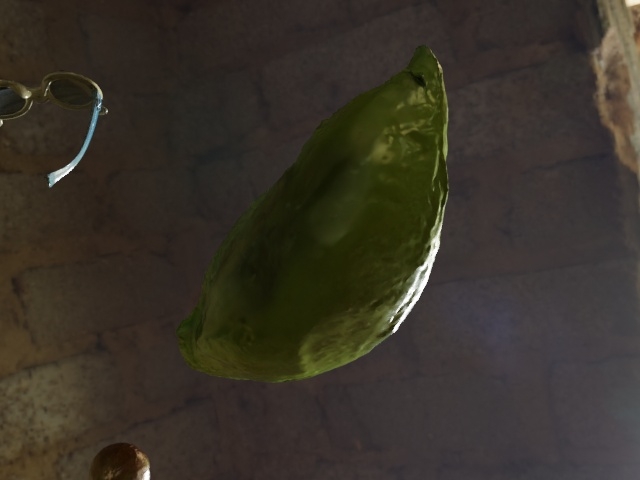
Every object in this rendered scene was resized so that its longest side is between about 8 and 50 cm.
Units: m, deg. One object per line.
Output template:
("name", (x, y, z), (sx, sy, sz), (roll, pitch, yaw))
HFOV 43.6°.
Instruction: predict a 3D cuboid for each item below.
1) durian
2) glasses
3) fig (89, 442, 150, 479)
("durian", (0.000, 0.000, 0.500), (0.101, 0.139, 0.250), (13, 127, -44))
("glasses", (-0.399, -0.151, 1.068), (0.190, 0.088, 0.220), (-6, -144, 1))
("fig", (-0.291, 0.332, 1.115), (0.089, 0.088, 0.125), (-11, 175, 7))
